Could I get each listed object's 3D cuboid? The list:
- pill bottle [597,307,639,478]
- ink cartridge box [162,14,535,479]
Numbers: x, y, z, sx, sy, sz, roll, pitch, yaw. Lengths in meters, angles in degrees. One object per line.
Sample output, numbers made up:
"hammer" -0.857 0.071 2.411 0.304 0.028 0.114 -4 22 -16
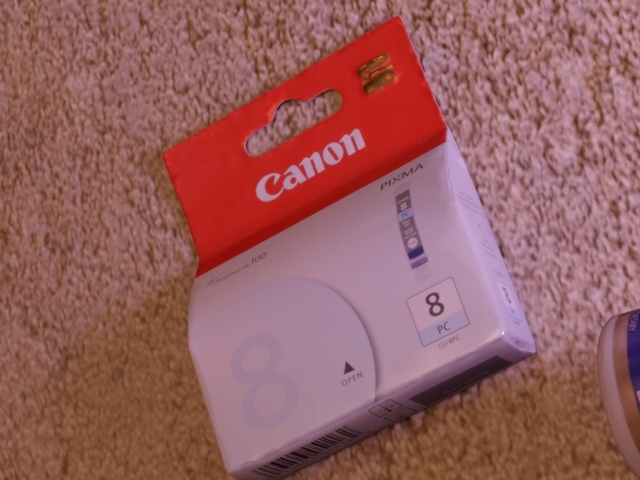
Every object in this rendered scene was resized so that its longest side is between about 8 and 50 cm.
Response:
"pill bottle" 0.377 0.104 1.655 0.265 0.153 0.153 -17 69 24
"ink cartridge box" 0.000 0.000 1.932 0.308 0.091 0.385 -29 66 20
